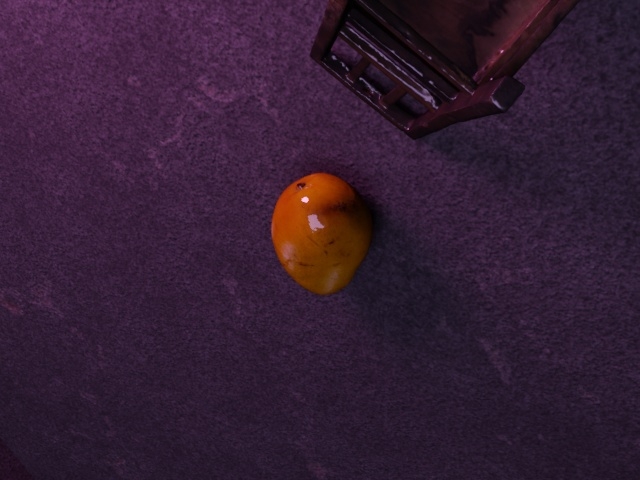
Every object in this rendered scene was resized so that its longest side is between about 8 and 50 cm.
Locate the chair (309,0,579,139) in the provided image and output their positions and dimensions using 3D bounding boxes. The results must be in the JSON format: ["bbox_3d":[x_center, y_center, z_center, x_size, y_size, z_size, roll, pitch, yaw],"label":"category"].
[{"bbox_3d":[0.140,-0.258,0.856,0.203,0.416,0.241,37,91,-6],"label":"chair"}]

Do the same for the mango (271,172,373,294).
[{"bbox_3d":[0.000,0.000,1.185,0.144,0.112,0.219,17,138,12],"label":"mango"}]
